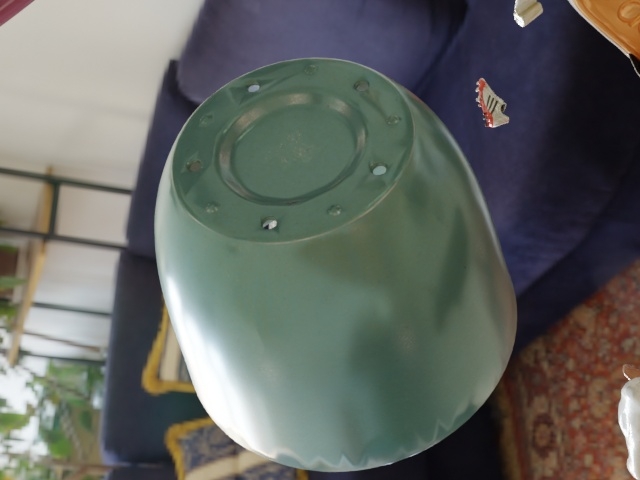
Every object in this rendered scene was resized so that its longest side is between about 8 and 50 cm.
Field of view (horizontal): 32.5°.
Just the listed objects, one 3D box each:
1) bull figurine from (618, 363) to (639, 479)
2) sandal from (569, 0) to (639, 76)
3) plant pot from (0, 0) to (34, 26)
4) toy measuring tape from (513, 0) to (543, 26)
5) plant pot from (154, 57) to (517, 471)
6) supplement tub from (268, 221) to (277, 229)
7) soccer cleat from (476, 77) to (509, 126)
[{"bbox_3d":[0.352,0.076,0.871,0.101,0.188,0.310,-10,45,60],"label":"bull figurine"},{"bbox_3d":[0.348,-0.187,1.083,0.102,0.265,0.076,-46,33,38],"label":"sandal"},{"bbox_3d":[-0.265,-0.252,0.834,0.180,0.201,0.201,-56,13,-17],"label":"plant pot"},{"bbox_3d":[0.305,-0.322,1.352,0.330,0.121,0.121,81,-169,-74],"label":"toy measuring tape"},{"bbox_3d":[0.000,0.000,0.875,0.235,0.293,0.293,71,-172,-50],"label":"plant pot"},{"bbox_3d":[0.018,0.062,1.467,0.191,0.191,0.272,-153,67,-70],"label":"supplement tub"},{"bbox_3d":[0.237,-0.191,1.518,0.029,0.036,0.083,84,177,-55],"label":"soccer cleat"}]
